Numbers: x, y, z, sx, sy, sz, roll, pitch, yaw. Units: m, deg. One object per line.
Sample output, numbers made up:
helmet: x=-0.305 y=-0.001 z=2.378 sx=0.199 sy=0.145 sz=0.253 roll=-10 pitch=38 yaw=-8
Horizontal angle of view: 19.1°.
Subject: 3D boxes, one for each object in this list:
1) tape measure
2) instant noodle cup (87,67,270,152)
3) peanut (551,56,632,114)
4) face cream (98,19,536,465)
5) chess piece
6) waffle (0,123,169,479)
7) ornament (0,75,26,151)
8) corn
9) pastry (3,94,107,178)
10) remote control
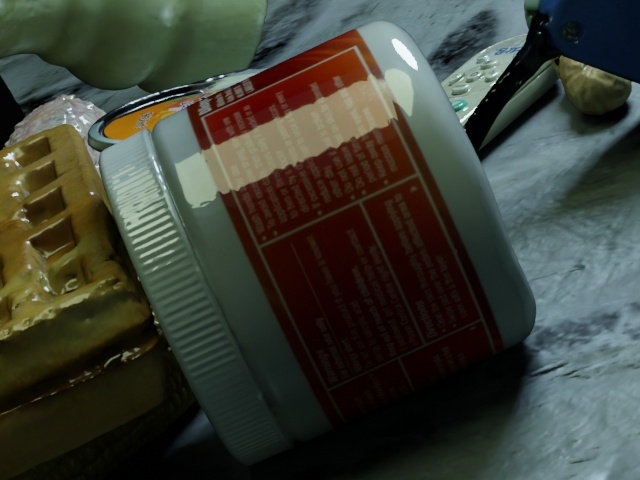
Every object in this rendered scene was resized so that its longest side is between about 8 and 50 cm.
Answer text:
tape measure: x=0.217 y=-0.136 z=1.258 sx=0.351 sy=0.215 sz=0.098 roll=-69 pitch=22 yaw=8
instant noodle cup: x=-0.060 y=-0.035 z=1.298 sx=0.177 sy=0.126 sz=0.208 roll=-4 pitch=18 yaw=23
peanut: x=0.192 y=-0.125 z=1.359 sx=0.054 sy=0.054 sz=0.113 roll=-23 pitch=25 yaw=5
face cream: x=0.000 y=0.000 z=1.072 sx=0.187 sy=0.201 sz=0.201 roll=-25 pitch=21 yaw=1
chess piece: x=-0.270 y=-0.224 z=1.644 sx=0.442 sy=0.234 sz=0.234 roll=0 pitch=7 yaw=-31
waffle: x=-0.209 y=0.046 z=1.129 sx=0.224 sy=0.098 sz=0.328 roll=-27 pitch=20 yaw=-2
ornament: x=-0.392 y=-0.070 z=1.771 sx=0.196 sy=0.153 sz=0.166 roll=-19 pitch=18 yaw=43
corn: x=-0.157 y=0.118 z=1.142 sx=0.238 sy=0.080 sz=0.080 roll=-40 pitch=26 yaw=-31
pastry: x=-0.210 y=-0.042 z=1.528 sx=0.103 sy=0.112 sz=0.265 roll=-27 pitch=17 yaw=26
remote control: x=0.099 y=-0.086 z=1.387 sx=0.078 sy=0.042 sz=0.221 roll=1 pitch=34 yaw=47
